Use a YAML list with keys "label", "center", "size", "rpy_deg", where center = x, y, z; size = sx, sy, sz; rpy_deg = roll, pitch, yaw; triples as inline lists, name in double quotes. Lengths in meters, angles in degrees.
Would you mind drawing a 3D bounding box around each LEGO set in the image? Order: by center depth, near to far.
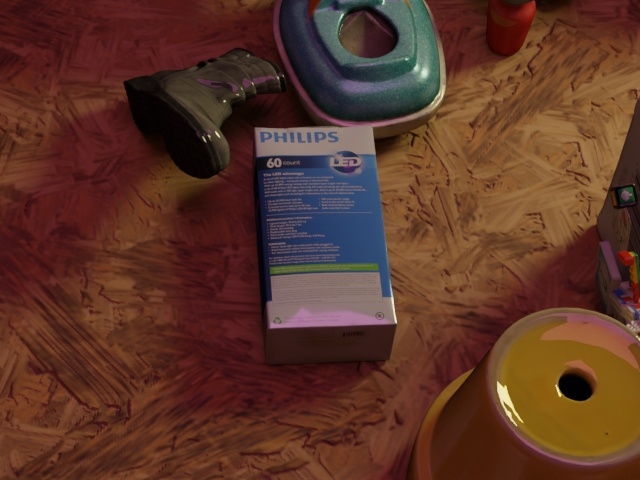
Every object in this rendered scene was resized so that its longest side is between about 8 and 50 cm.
- label: "LEGO set"
  center: [0.293, 0.052, 1.579]
  size: [0.060, 0.244, 0.182]
  rpy_deg: [-11, 57, -2]

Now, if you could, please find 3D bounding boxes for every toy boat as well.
- label: "toy boat"
  center: [0.105, -0.255, 1.833]
  size: [0.318, 0.148, 0.267]
  rpy_deg: [-13, 57, -13]

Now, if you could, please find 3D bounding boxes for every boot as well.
- label: "boot"
  center: [-0.107, -0.155, 1.737]
  size: [0.161, 0.083, 0.246]
  rpy_deg: [-22, 29, -16]

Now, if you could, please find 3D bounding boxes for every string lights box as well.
- label: "string lights box"
  center: [0.000, 0.000, 1.691]
  size: [0.133, 0.076, 0.259]
  rpy_deg: [-1, 55, -5]

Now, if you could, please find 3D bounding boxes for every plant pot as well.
- label: "plant pot"
  center: [0.217, 0.191, 1.477]
  size: [0.254, 0.239, 0.254]
  rpy_deg: [2, 54, -3]

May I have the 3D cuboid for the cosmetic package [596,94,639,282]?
- label: "cosmetic package"
  center: [0.545, -0.052, 1.677]
  size: [0.453, 0.230, 0.161]
  rpy_deg: [-7, 55, -10]
